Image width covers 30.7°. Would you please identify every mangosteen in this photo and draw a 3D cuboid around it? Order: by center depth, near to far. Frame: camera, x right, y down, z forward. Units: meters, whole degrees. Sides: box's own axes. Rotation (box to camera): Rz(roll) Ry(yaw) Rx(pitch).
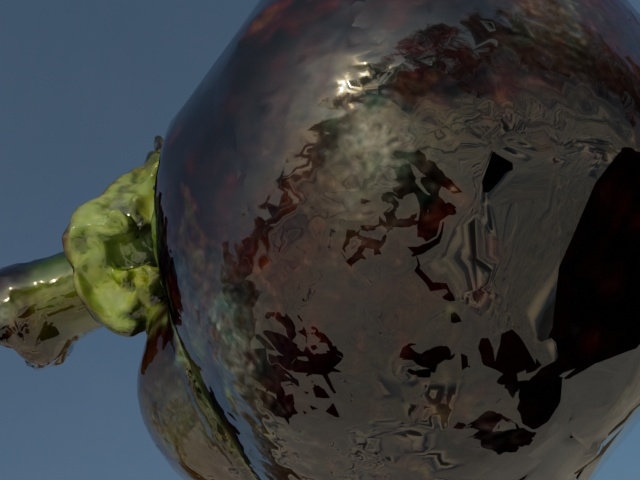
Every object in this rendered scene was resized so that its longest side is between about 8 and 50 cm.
[{"bbox_3d":[0.000,0.000,0.447,0.289,0.231,0.231,-1,-46,10],"label":"mangosteen"}]
